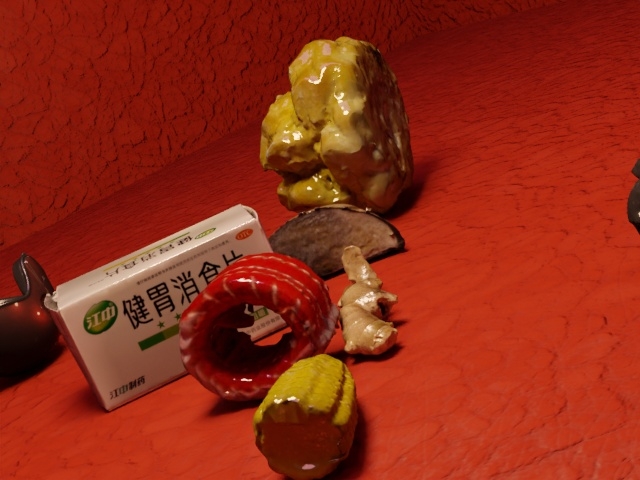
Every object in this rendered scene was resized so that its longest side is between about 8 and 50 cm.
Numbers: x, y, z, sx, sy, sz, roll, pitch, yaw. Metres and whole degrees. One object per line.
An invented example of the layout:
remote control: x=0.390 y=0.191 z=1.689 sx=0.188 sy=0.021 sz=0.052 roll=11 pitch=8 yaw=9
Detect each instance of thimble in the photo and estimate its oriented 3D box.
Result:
thimble: x=-0.083 y=0.109 z=1.436 sx=0.189 sy=0.163 sz=0.125 roll=-26 pitch=11 yaw=21

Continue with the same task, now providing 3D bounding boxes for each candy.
candy: x=-0.007 y=0.179 z=1.225 sx=0.106 sy=0.094 sz=0.199 roll=16 pitch=17 yaw=6

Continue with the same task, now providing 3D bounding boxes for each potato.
potato: x=-0.002 y=0.000 z=1.812 sx=0.261 sy=0.120 sz=0.100 roll=-20 pitch=8 yaw=6

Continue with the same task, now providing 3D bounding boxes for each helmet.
helmet: x=-0.547 y=0.139 z=1.955 sx=0.189 sy=0.193 sz=0.216 roll=-23 pitch=1 yaw=10

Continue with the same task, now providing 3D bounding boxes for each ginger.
ginger: x=0.060 y=0.080 z=1.516 sx=0.089 sy=0.075 sz=0.288 roll=-35 pitch=16 yaw=11

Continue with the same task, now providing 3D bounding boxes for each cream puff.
cream puff: x=0.013 y=-0.191 z=2.020 sx=0.257 sy=0.324 sz=0.291 roll=-19 pitch=40 yaw=20

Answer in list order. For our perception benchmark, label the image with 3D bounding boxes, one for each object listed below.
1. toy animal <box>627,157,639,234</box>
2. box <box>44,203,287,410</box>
toy animal: x=0.464 y=-0.066 z=1.376 sx=0.168 sy=0.106 sz=0.343 roll=-15 pitch=6 yaw=19
box: x=-0.218 y=0.095 z=1.666 sx=0.333 sy=0.173 sz=0.145 roll=-25 pitch=14 yaw=-9
